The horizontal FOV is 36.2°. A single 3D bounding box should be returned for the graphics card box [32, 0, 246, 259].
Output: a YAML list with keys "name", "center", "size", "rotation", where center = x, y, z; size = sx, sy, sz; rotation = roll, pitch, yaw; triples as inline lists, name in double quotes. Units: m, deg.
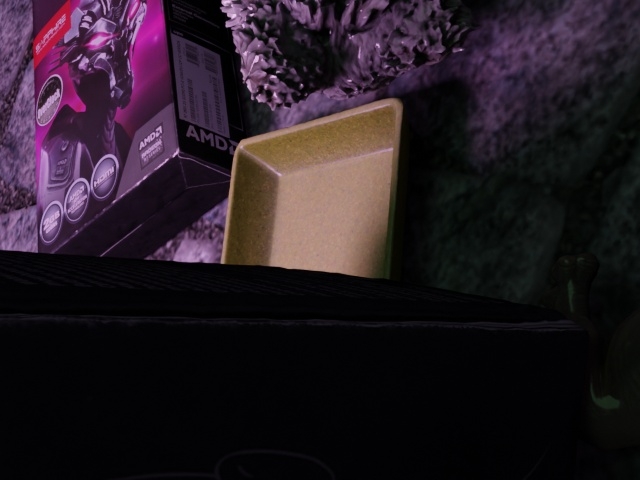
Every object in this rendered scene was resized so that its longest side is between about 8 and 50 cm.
- name: "graphics card box"
  center: [-0.194, -0.171, 0.988]
  size: [0.233, 0.094, 0.370]
  rotation: [-31, 56, 35]

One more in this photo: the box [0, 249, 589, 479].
- name: "box"
  center: [-0.147, 0.245, 0.458]
  size: [0.297, 0.472, 0.479]
  rotation: [7, 91, 47]

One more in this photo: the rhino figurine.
- name: "rhino figurine"
  center: [0.218, 0.042, 0.498]
  size: [0.243, 0.073, 0.106]
  rotation: [-22, 58, 38]

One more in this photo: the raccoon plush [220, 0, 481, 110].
- name: "raccoon plush"
  center: [-0.055, -0.291, 0.662]
  size: [0.216, 0.446, 0.299]
  rotation: [-27, 44, 22]

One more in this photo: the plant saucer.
- name: "plant saucer"
  center: [0.000, 0.000, 0.759]
  size: [0.188, 0.045, 0.188]
  rotation: [-9, 70, 44]
